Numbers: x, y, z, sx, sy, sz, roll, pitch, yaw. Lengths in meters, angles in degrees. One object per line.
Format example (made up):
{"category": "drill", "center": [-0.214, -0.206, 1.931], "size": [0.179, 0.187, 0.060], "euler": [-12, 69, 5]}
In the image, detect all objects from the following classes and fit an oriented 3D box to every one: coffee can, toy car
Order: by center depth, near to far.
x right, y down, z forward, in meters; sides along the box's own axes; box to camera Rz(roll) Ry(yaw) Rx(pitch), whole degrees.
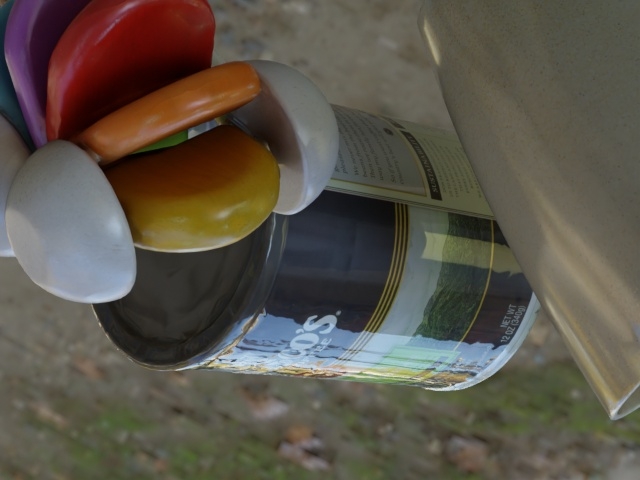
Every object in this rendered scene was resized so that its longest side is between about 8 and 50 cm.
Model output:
{"category": "toy car", "center": [-0.094, -0.065, 0.843], "size": [0.182, 0.159, 0.136], "euler": [24, 133, 49]}
{"category": "coffee can", "center": [0.000, 0.000, 1.303], "size": [0.275, 0.201, 0.201], "euler": [8, 175, -43]}

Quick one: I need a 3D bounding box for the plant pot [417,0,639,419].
{"category": "plant pot", "center": [0.193, -0.075, 1.137], "size": [0.274, 0.256, 0.256], "euler": [52, 161, 14]}

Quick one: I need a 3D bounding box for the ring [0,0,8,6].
{"category": "ring", "center": [-0.299, -0.199, 1.176], "size": [0.337, 0.032, 0.336], "euler": [25, -162, -9]}
